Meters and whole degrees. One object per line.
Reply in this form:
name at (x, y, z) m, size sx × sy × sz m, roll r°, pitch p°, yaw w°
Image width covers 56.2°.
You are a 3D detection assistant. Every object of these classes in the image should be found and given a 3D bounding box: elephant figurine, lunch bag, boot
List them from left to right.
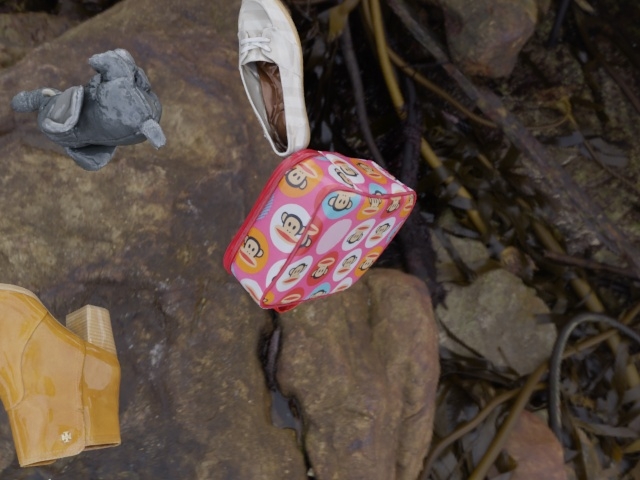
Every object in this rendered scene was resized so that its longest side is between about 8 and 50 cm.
boot at (-0.381, 0.174, 0.756) m, size 0.295 × 0.104 × 0.211 m, roll 19°, pitch 51°, yaw -47°
elephant figurine at (-0.398, -0.203, 1.011) m, size 0.239 × 0.186 × 0.169 m, roll -26°, pitch 114°, yaw 2°
lunch bag at (0.000, 0.000, 0.910) m, size 0.120 × 0.258 × 0.293 m, roll 42°, pitch 21°, yaw 24°

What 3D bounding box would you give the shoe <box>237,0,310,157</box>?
shoe at (-0.062, -0.214, 0.779) m, size 0.058 × 0.077 × 0.219 m, roll -41°, pitch 120°, yaw -59°
